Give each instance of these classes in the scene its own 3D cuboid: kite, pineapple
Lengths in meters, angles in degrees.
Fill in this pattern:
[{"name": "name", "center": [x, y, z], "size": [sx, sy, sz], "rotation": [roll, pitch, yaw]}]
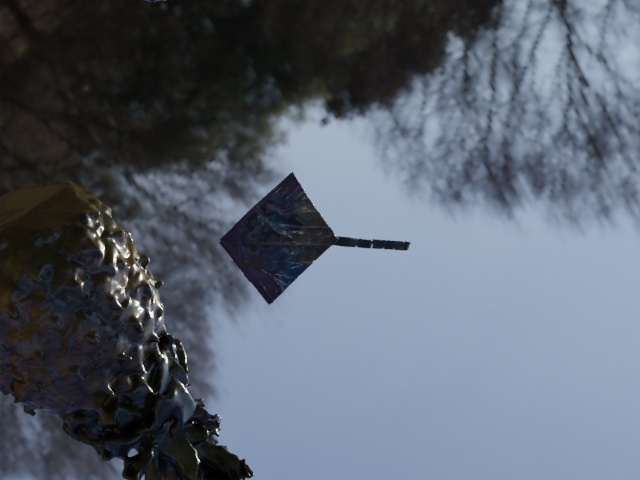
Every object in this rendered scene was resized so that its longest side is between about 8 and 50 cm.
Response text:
[{"name": "kite", "center": [-0.003, 0.006, 0.489], "size": [0.002, 0.078, 0.044], "rotation": [30, -90, 50]}, {"name": "pineapple", "center": [-0.109, 0.064, 0.708], "size": [0.108, 0.198, 0.108], "rotation": [-30, -157, 14]}]
